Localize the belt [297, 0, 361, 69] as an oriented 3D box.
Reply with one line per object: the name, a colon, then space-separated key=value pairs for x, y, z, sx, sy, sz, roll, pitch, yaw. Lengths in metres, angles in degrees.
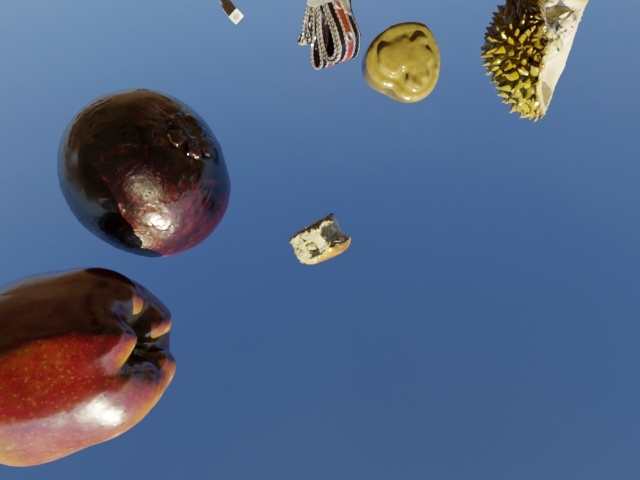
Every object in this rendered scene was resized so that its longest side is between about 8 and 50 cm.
belt: x=0.012 y=-0.552 z=0.947 sx=0.126 sy=0.359 sz=0.094 roll=21 pitch=-139 yaw=37

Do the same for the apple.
apple: x=-0.390 y=0.181 z=0.683 sx=0.317 sy=0.288 sz=0.288 roll=-17 pitch=-127 yaw=9

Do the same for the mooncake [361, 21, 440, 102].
mooncake: x=0.254 y=-0.544 z=1.361 sx=0.235 sy=0.234 sz=0.117 roll=-14 pitch=-168 yaw=-4

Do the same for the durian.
durian: x=0.327 y=-0.304 z=0.723 sx=0.138 sy=0.183 sz=0.249 roll=20 pitch=-129 yaw=17

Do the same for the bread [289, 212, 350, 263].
bread: x=0.000 y=0.002 z=0.802 sx=0.070 sy=0.083 sz=0.076 roll=-37 pitch=-82 yaw=-51

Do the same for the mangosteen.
mangosteen: x=-0.314 y=-0.112 z=0.799 sx=0.294 sy=0.297 sz=0.296 roll=-18 pitch=-128 yaw=16

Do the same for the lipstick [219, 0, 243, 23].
lipstick: x=-0.242 y=-0.612 z=1.171 sx=0.030 sy=0.030 sz=0.129 roll=-41 pitch=-123 yaw=15
